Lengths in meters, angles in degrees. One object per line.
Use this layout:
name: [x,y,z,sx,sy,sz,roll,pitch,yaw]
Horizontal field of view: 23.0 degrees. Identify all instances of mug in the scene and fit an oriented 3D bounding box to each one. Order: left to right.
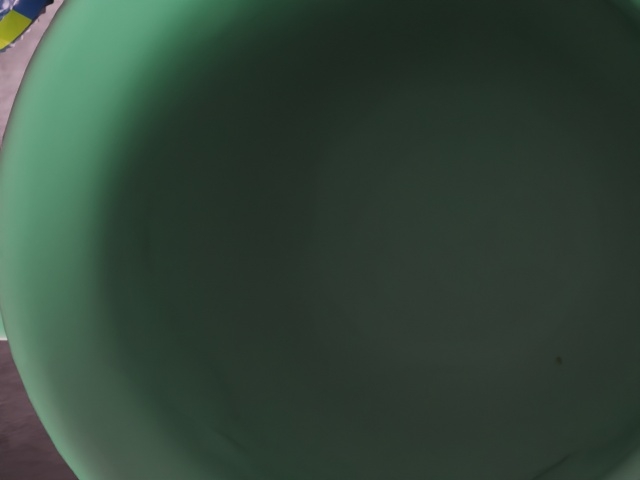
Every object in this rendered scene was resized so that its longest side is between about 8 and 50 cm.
mug: [0.000,0.000,0.691,0.374,0.276,0.328,-7,179,10]

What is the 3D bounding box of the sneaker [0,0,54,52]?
sneaker: [-0.115,-0.136,0.560,0.082,0.069,0.209,9,147,-38]
